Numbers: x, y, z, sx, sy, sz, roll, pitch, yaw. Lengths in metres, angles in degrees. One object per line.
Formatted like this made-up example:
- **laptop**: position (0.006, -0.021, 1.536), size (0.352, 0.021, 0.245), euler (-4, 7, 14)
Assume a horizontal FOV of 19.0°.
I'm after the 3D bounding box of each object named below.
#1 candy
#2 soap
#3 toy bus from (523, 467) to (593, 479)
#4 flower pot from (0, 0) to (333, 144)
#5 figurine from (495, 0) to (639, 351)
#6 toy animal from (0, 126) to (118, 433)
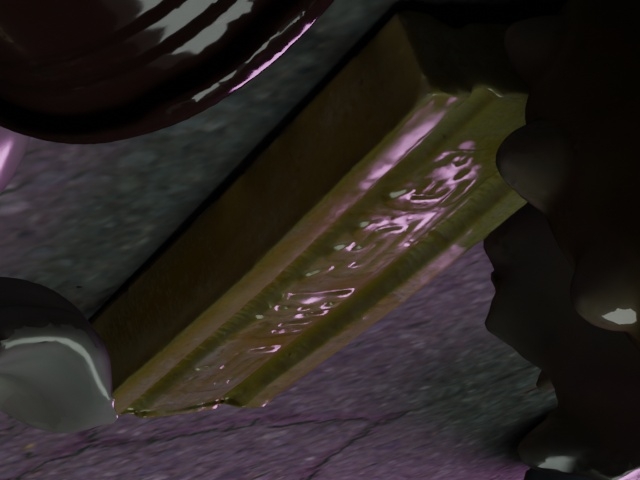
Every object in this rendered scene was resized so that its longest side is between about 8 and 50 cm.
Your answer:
- **candy**: position (0.175, 0.018, 0.723), size (0.195, 0.137, 0.185), euler (-27, 158, 16)
- **soap**: position (0.000, 0.001, 0.667), size (0.092, 0.037, 0.252), euler (-2, 153, -35)
- **toy bus**: position (0.256, 0.173, 1.140), size (0.288, 0.194, 0.232), euler (-15, 175, -3)
- **flower pot**: position (-0.053, -0.083, 0.337), size (0.111, 0.111, 0.089), euler (-28, 143, 22)
- **figurine**: position (0.137, -0.033, 0.499), size (0.173, 0.177, 0.247), euler (-40, 172, -6)
- **toy animal**: position (-0.154, 0.012, 0.434), size (0.193, 0.127, 0.178), euler (7, 146, -45)
